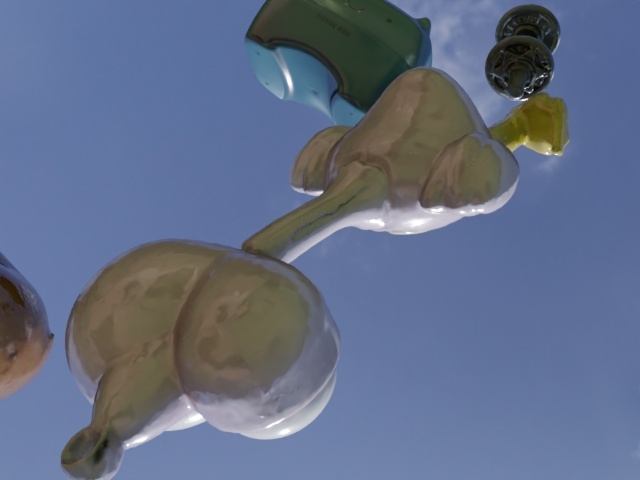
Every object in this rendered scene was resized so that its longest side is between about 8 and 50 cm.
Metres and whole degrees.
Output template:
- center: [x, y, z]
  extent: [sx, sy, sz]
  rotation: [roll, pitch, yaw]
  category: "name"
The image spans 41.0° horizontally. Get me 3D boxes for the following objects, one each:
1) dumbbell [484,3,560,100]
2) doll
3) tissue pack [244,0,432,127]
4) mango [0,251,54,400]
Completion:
- center: [0.245, -0.227, 1.028]
  extent: [0.081, 0.082, 0.254]
  rotation: [-5, -149, 21]
  category: "dumbbell"
- center: [0.000, -0.001, 0.475]
  extent: [0.160, 0.094, 0.365]
  rotation: [12, -136, 42]
  category: "doll"
- center: [0.042, -0.297, 1.374]
  extent: [0.287, 0.198, 0.206]
  rotation: [36, -105, 20]
  category: "tissue pack"
- center: [-0.319, 0.071, 0.753]
  extent: [0.136, 0.166, 0.236]
  rotation: [-50, -168, -1]
  category: "mango"
